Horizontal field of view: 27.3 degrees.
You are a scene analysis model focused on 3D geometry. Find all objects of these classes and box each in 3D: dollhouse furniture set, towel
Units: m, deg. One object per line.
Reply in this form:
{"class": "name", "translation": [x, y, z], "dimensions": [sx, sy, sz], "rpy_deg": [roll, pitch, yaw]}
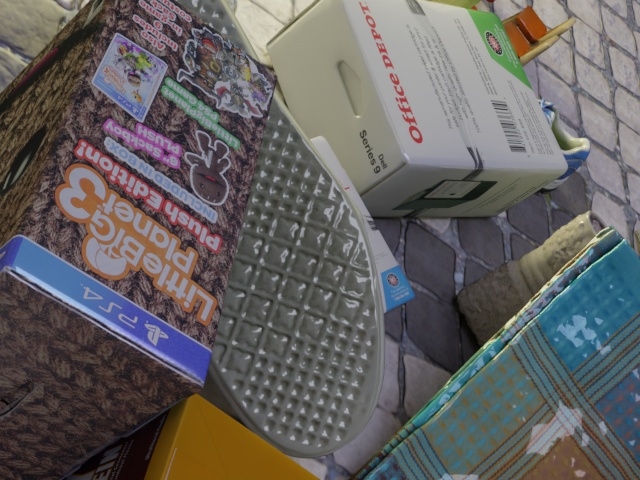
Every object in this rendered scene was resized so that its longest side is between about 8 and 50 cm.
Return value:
{"class": "dollhouse furniture set", "translation": [0.193, -0.330, 1.625], "dimensions": [0.262, 0.135, 0.259], "rpy_deg": [53, 37, -4]}
{"class": "towel", "translation": [0.270, 0.134, 1.327], "dimensions": [0.049, 0.187, 0.282], "rpy_deg": [-20, 78, -56]}
{"class": "towel", "translation": [0.226, 0.202, 1.187], "dimensions": [0.370, 0.040, 0.271], "rpy_deg": [-41, 95, -17]}

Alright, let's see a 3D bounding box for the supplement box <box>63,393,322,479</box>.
{"class": "supplement box", "translation": [-0.087, 0.231, 0.860], "dimensions": [0.191, 0.194, 0.129], "rpy_deg": [38, 41, -22]}

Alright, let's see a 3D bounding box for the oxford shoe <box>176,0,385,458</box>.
{"class": "oxford shoe", "translation": [-0.070, -0.030, 1.127], "dimensions": [0.169, 0.130, 0.449], "rpy_deg": [-23, 79, -11]}

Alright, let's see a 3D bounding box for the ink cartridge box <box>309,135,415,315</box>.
{"class": "ink cartridge box", "translation": [0.000, 0.000, 1.235], "dimensions": [0.104, 0.060, 0.180], "rpy_deg": [-21, 80, -51]}

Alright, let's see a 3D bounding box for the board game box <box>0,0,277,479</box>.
{"class": "board game box", "translation": [-0.174, -0.001, 0.907], "dimensions": [0.141, 0.232, 0.291], "rpy_deg": [34, 42, -24]}

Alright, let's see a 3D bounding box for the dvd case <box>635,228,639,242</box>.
{"class": "dvd case", "translation": [0.514, 0.084, 1.739], "dimensions": [0.221, 0.018, 0.164], "rpy_deg": [27, 33, -31]}

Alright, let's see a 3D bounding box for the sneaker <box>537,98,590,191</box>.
{"class": "sneaker", "translation": [0.238, -0.153, 1.589], "dimensions": [0.211, 0.081, 0.080], "rpy_deg": [40, 42, -18]}

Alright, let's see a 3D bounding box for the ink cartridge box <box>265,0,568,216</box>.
{"class": "ink cartridge box", "translation": [0.105, -0.141, 1.401], "dimensions": [0.289, 0.121, 0.211], "rpy_deg": [-1, 64, -47]}
